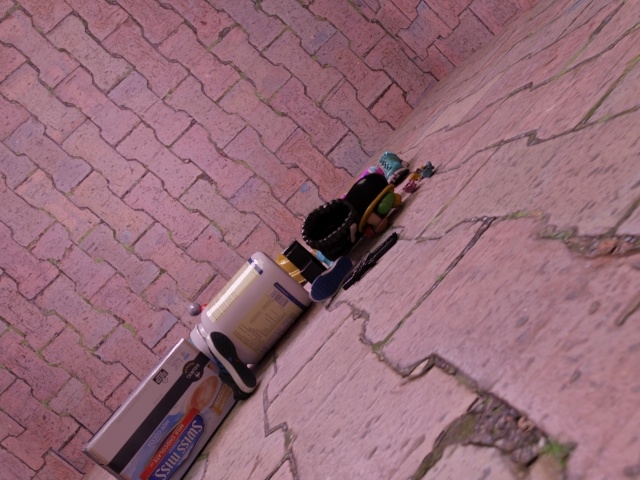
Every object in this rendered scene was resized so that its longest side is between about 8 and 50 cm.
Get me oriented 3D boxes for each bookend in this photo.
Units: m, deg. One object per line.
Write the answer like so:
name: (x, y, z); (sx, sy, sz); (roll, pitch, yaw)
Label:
bookend: (-0.053, 0.082, 1.564); (0.072, 0.156, 0.157); (-47, 8, 4)

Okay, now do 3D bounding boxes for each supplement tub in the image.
supplement tub: (-0.209, 0.220, 1.419); (0.325, 0.235, 0.235); (-48, 7, -4)

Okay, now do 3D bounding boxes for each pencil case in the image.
pencil case: (0.190, -0.233, 2.092); (0.236, 0.104, 0.104); (-50, 7, -23)

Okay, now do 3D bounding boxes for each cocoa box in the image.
cocoa box: (-0.420, 0.483, 1.268); (0.347, 0.228, 0.231); (-52, 9, -35)

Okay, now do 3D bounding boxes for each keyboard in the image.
keyboard: (0.118, 0.047, 1.198); (0.192, 0.038, 0.100); (-47, 7, 17)

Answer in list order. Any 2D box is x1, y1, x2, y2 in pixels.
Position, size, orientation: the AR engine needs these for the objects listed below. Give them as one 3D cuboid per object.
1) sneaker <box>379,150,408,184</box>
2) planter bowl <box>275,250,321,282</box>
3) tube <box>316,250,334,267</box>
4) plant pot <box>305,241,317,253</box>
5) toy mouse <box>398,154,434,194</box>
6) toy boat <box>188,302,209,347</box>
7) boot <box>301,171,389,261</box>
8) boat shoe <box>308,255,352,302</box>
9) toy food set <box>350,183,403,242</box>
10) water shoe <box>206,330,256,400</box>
sneaker: (0.269, -0.281, 1.814); (0.107, 0.110, 0.275); (-45, 8, 20)
planter bowl: (-0.110, 0.088, 1.850); (0.217, 0.090, 0.217); (-24, 23, 11)
tube: (0.033, 0.056, 1.657); (0.080, 0.052, 0.207); (-53, 12, -5)
plant pot: (0.000, 0.000, 2.049); (0.081, 0.081, 0.083); (-51, 18, -26)
toy mouse: (0.298, -0.187, 1.416); (0.161, 0.031, 0.143); (-47, 6, 10)
toy boat: (-0.589, 0.460, 2.306); (0.268, 0.147, 0.319); (105, 165, -59)
boot: (0.090, -0.096, 1.438); (0.348, 0.131, 0.260); (-58, -20, -7)
boat shoe: (0.024, 0.118, 1.303); (0.183, 0.066, 0.066); (-40, -4, -40)
toy food set: (0.178, -0.067, 1.384); (0.218, 0.071, 0.128); (-48, -19, -21)
water shoe: (-0.253, 0.334, 1.244); (0.072, 0.203, 0.080); (2, -51, -55)
